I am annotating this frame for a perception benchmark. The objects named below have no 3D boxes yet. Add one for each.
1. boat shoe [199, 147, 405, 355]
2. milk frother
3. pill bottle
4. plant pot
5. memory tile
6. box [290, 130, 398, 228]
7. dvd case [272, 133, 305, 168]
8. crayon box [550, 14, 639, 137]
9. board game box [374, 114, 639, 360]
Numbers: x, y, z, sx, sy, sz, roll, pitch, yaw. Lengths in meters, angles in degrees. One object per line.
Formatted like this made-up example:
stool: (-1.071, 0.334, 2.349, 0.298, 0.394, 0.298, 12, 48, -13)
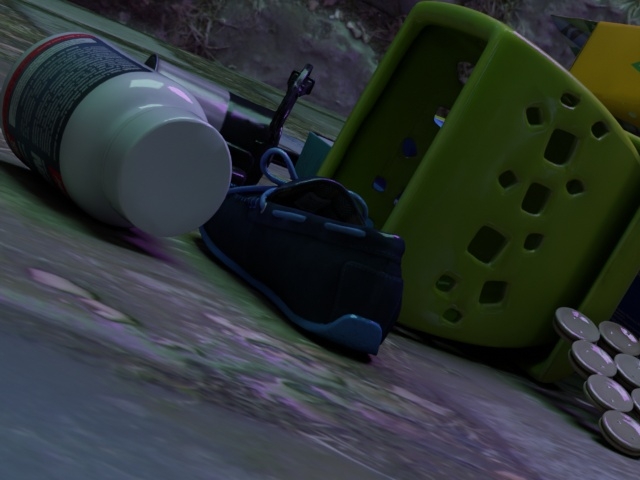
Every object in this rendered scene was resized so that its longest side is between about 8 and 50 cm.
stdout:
boat shoe: (0.000, 0.000, 1.227, 0.109, 0.089, 0.258, 20, 8, -33)
milk frother: (-0.093, -0.126, 1.652, 0.134, 0.143, 0.129, 24, 14, -18)
pill bottle: (-0.136, -0.069, 1.221, 0.108, 0.108, 0.180, 19, 8, -35)
plant pot: (0.131, -0.030, 1.389, 0.207, 0.228, 0.227, 30, 4, -18)
memory tile: (0.225, 0.108, 1.272, 0.113, 0.012, 0.148, 17, 31, -24)
box: (0.050, -0.047, 1.876, 0.100, 0.060, 0.244, 23, 7, -19)
dvd case: (-0.083, -0.124, 2.186, 0.253, 0.022, 0.180, 19, 8, -35)
crayon box: (0.337, -0.077, 1.491, 0.323, 0.083, 0.203, 15, -24, 44)
board game box: (0.234, 0.021, 1.647, 0.347, 0.078, 0.233, 39, 12, 23)
